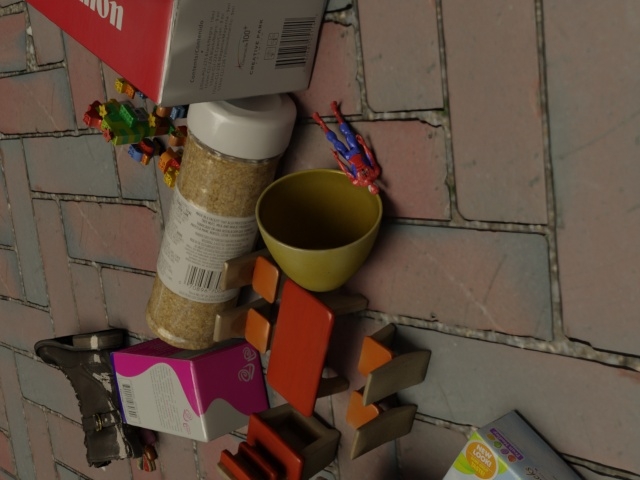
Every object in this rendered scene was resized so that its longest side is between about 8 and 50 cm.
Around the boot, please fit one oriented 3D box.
[{"bbox_3d":[-0.399,0.273,1.474,0.263,0.091,0.229,-13,85,47],"label":"boot"}]

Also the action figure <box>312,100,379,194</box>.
[{"bbox_3d":[0.032,-0.097,0.934,0.115,0.038,0.030,59,178,16],"label":"action figure"}]

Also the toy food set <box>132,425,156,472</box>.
[{"bbox_3d":[-0.300,0.341,1.456,0.078,0.019,0.122,13,111,46],"label":"toy food set"}]

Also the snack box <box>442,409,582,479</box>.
[{"bbox_3d":[0.189,0.303,0.858,0.174,0.070,0.207,45,130,30],"label":"snack box"}]

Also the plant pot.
[{"bbox_3d":[0.000,0.000,0.944,0.134,0.134,0.095,37,146,35],"label":"plant pot"}]

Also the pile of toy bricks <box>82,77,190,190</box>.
[{"bbox_3d":[-0.254,-0.154,1.183,0.212,0.105,0.118,48,132,28],"label":"pile of toy bricks"}]

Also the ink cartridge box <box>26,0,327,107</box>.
[{"bbox_3d":[-0.198,-0.274,0.956,0.309,0.272,0.130,39,128,35],"label":"ink cartridge box"}]

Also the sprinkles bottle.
[{"bbox_3d":[-0.132,-0.027,1.073,0.121,0.121,0.355,44,131,31],"label":"sprinkles bottle"}]

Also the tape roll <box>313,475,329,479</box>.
[{"bbox_3d":[0.024,0.395,0.907,0.246,0.169,0.246,46,175,5],"label":"tape roll"}]

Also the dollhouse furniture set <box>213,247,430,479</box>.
[{"bbox_3d":[-0.033,0.170,1.014,0.262,0.135,0.259,34,125,37],"label":"dollhouse furniture set"}]

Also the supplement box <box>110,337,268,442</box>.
[{"bbox_3d":[-0.187,0.201,1.215,0.220,0.114,0.111,-3,99,50],"label":"supplement box"}]
